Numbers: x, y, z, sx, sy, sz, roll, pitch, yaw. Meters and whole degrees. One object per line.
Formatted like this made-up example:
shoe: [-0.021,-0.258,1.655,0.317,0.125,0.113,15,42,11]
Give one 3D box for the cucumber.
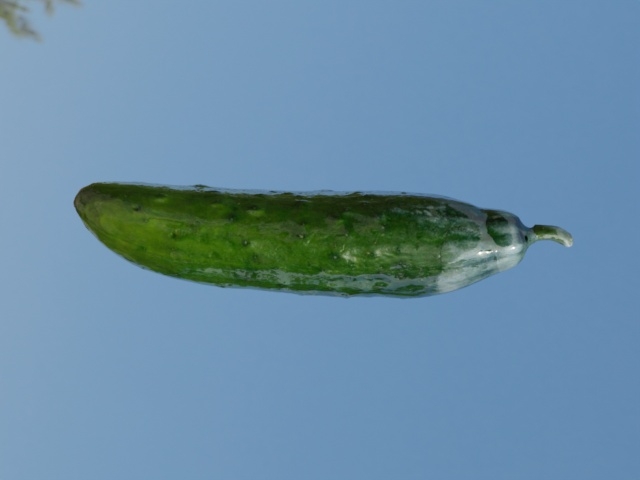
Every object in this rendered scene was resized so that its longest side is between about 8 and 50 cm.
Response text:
cucumber: [0.000,0.000,0.812,0.056,0.250,0.056,3,90,-84]
